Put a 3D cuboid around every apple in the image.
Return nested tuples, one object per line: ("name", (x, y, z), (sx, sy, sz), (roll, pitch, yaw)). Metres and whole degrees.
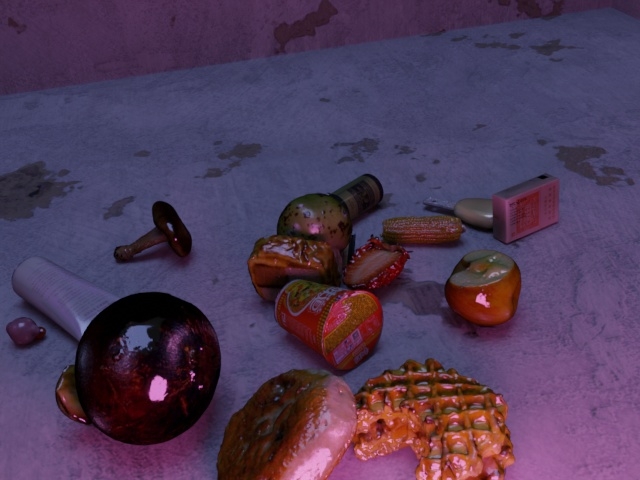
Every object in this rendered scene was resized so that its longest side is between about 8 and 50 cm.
("apple", (0.381, 0.114, 1.798), (0.173, 0.160, 0.195), (14, 35, 22))

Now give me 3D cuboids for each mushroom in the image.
("mushroom", (-0.482, 0.007, 2.162), (0.217, 0.148, 0.227), (-32, 27, -8))

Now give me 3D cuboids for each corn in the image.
("corn", (0.284, -0.030, 2.123), (0.238, 0.080, 0.080), (0, 32, 13))

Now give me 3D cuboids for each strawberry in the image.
("strawberry", (0.129, 0.080, 1.972), (0.208, 0.087, 0.167), (-38, 35, -29))

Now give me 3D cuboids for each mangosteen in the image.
("mangosteen", (-0.362, 0.259, 1.555), (0.330, 0.330, 0.330), (-4, 32, 2))

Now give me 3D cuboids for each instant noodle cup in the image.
("instant noodle cup", (0.005, 0.174, 1.756), (0.193, 0.193, 0.212), (-29, 31, -33))

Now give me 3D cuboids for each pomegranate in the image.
("pomegranate", (0.000, 0.000, 2.014), (0.214, 0.214, 0.248), (-19, 69, -21))

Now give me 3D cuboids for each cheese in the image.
("cheese", (0.417, -0.093, 2.230), (0.252, 0.054, 0.127), (15, 34, 30))

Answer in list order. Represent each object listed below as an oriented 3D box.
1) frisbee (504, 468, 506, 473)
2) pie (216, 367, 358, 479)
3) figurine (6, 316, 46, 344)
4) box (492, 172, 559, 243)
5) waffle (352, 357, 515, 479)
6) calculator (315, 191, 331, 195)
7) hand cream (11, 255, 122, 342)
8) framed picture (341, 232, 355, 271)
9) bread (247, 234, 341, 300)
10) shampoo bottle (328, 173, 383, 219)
("frisbee", (0.295, 0.427, 1.445), (0.110, 0.014, 0.110), (-4, 31, 2))
("pie", (-0.075, 0.364, 1.429), (0.315, 0.092, 0.315), (-30, 30, 19))
("figurine", (-0.728, 0.222, 1.877), (0.083, 0.071, 0.067), (-1, 73, 22))
("box", (0.571, -0.090, 2.120), (0.201, 0.141, 0.058), (-19, 29, -24))
("waffle", (0.206, 0.356, 1.432), (0.261, 0.151, 0.324), (-32, 36, -28))
("calculator", (-0.012, -0.099, 2.321), (0.100, 0.032, 0.175), (18, 39, 33))
("hand cream", (-0.639, 0.154, 1.955), (0.359, 0.118, 0.185), (25, 39, 28))
("framed picture", (-0.002, 0.031, 2.131), (0.195, 0.010, 0.199), (-1, 32, 6))
("bread", (-0.064, 0.078, 1.904), (0.222, 0.181, 0.096), (4, 43, 14))
("shampoo bottle", (0.063, -0.100, 2.247), (0.101, 0.101, 0.284), (23, 42, 38))
